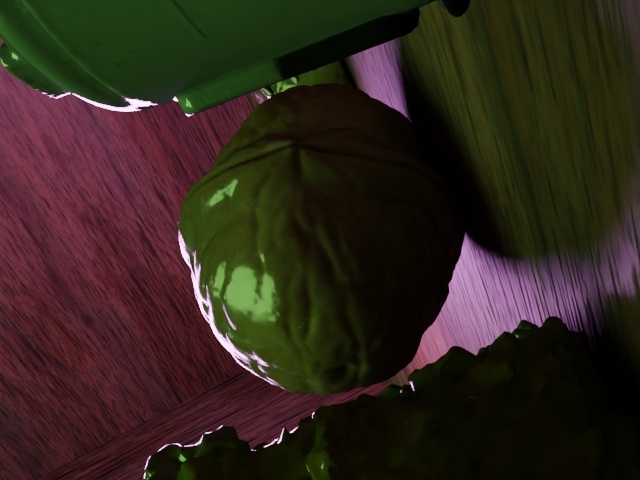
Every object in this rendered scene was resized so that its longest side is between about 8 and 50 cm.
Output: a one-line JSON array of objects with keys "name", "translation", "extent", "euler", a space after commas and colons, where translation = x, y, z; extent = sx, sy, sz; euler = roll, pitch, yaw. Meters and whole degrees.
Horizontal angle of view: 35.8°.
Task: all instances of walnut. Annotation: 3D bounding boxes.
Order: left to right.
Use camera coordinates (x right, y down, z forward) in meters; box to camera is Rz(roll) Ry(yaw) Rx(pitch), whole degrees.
[{"name": "walnut", "translation": [0.002, 0.000, 0.931], "extent": [0.252, 0.277, 0.313], "euler": [28, 159, 18]}]

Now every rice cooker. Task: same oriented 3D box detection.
[{"name": "rice cooker", "translation": [-0.039, -0.186, 0.412], "extent": [0.280, 0.227, 0.241], "euler": [-60, -50, -69]}]

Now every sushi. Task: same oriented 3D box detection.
[{"name": "sushi", "translation": [0.059, 0.222, 0.751], "extent": [0.351, 0.396, 0.240], "euler": [106, 142, -74]}]

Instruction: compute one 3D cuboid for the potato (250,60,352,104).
[{"name": "potato", "translation": [-0.048, -0.221, 1.219], "extent": [0.272, 0.111, 0.160], "euler": [62, 178, 25]}]
